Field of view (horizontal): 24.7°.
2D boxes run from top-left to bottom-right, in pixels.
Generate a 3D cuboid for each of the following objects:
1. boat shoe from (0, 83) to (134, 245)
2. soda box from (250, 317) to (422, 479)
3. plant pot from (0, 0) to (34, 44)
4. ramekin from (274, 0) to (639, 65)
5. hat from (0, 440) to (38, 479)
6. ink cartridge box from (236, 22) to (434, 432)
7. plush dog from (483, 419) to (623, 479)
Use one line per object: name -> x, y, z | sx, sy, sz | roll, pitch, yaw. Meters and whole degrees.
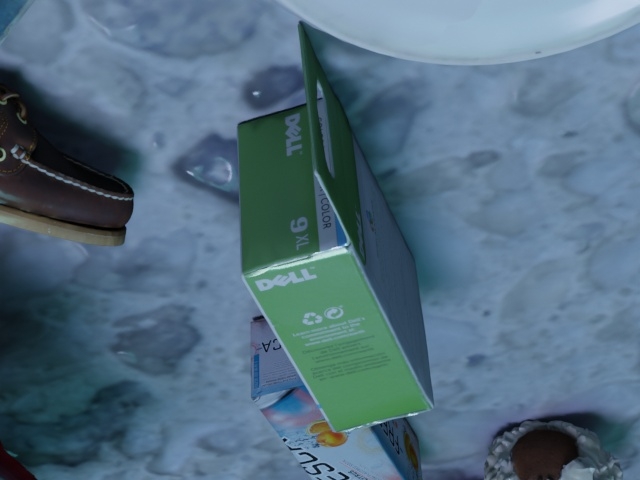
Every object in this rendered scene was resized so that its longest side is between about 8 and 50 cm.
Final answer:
boat shoe -> -0.184, -0.052, 0.740 | 0.207, 0.073, 0.073 | 17, 96, -30
soda box -> 0.014, 0.119, 0.958 | 0.058, 0.063, 0.183 | -16, 138, 14
plant pot -> -0.243, -0.137, 0.510 | 0.255, 0.271, 0.272 | 41, 125, -20
ramekin -> 0.062, -0.185, 0.554 | 0.273, 0.127, 0.273 | -2, 140, -1
hat -> -0.266, 0.073, 0.793 | 0.208, 0.183, 0.173 | -23, 135, 22
ink cartridge box -> 0.000, 0.000, 0.782 | 0.062, 0.109, 0.209 | -15, 138, 12
plush dog -> 0.125, 0.286, 1.036 | 0.262, 0.225, 0.210 | -22, 136, 21
